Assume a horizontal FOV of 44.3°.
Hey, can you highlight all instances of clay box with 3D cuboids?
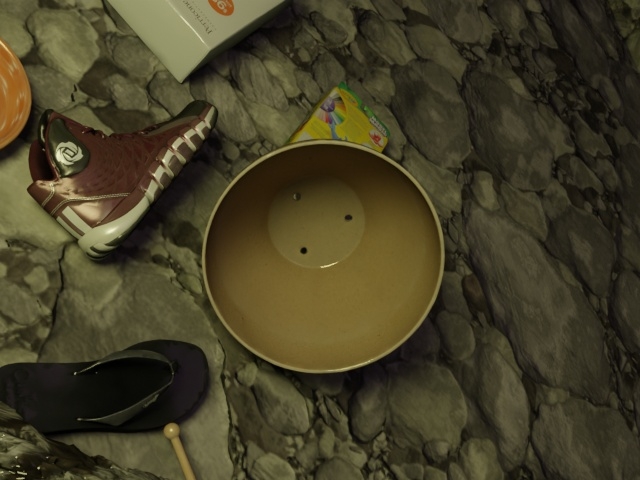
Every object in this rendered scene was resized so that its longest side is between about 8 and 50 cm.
[{"bbox_3d":[0.024,-0.148,1.237,0.127,0.053,0.222,45,42,-12],"label":"clay box"}]

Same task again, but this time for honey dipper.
[{"bbox_3d":[-0.133,0.273,0.847,0.030,0.030,0.160,-18,84,-47],"label":"honey dipper"}]

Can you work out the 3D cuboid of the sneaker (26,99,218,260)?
[{"bbox_3d":[-0.243,-0.121,0.942,0.162,0.106,0.281,40,46,-13],"label":"sneaker"}]

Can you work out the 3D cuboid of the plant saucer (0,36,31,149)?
[{"bbox_3d":[-0.420,-0.171,0.857,0.200,0.037,0.200,22,54,-33],"label":"plant saucer"}]

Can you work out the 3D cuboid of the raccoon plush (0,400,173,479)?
[{"bbox_3d":[-0.223,0.338,0.659,0.299,0.446,0.216,-64,151,-4],"label":"raccoon plush"}]

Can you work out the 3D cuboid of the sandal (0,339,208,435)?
[{"bbox_3d":[-0.220,0.158,0.829,0.254,0.054,0.097,-5,70,-44],"label":"sandal"}]

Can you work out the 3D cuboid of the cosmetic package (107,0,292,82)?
[{"bbox_3d":[-0.233,-0.451,1.156,0.377,0.097,0.284,48,46,-9],"label":"cosmetic package"}]

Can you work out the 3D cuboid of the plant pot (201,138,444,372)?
[{"bbox_3d":[0.000,0.000,1.003,0.284,0.284,0.191,45,9,-13],"label":"plant pot"}]
